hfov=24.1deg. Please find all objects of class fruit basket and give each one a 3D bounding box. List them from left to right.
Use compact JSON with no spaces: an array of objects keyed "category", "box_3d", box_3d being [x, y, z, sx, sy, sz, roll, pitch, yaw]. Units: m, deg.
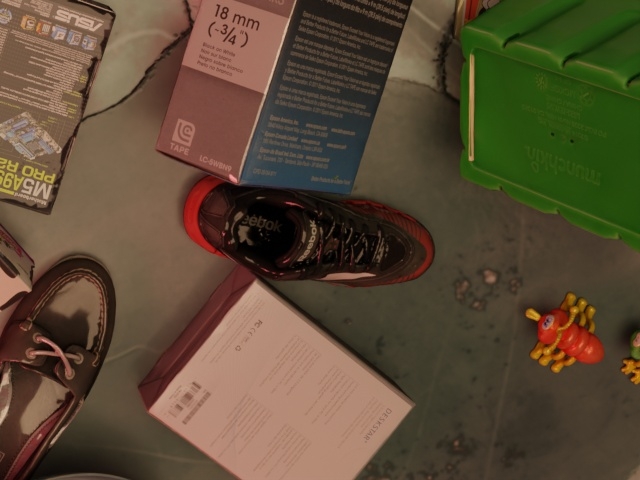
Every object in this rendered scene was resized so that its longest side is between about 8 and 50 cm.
[{"category":"fruit basket","box_3d":[0.366,-0.160,1.494,0.392,0.392,0.283,-8,115,-13]}]

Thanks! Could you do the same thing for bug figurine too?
[{"category":"bug figurine","box_3d":[0.367,0.048,1.692,0.216,0.072,0.279,28,94,-19]}]

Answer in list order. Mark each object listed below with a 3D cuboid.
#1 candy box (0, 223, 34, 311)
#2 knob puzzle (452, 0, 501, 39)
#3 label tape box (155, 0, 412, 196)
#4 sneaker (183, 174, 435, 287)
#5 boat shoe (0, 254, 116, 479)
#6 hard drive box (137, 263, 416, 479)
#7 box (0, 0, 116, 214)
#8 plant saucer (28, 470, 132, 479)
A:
[{"category":"candy box","box_3d":[-0.418,0.043,1.454,0.233,0.071,0.159,-33,115,9]},{"category":"knob puzzle","box_3d":[0.237,-0.304,1.603,0.213,0.030,0.213,-3,103,-14]},{"category":"label tape box","box_3d":[-0.010,-0.219,1.448,0.106,0.240,0.334,22,98,24]},{"category":"sneaker","box_3d":[0.000,0.000,1.553,0.276,0.135,0.098,12,97,-18]},{"category":"boat shoe","box_3d":[-0.303,0.175,1.532,0.112,0.095,0.335,29,94,-19]},{"category":"hard drive box","box_3d":[-0.047,0.166,1.601,0.232,0.089,0.181,40,90,-18]},{"category":"box","box_3d":[-0.360,-0.166,1.458,0.270,0.060,0.216,17,100,-17]},{"category":"plant saucer","box_3d":[-0.295,0.365,1.551,0.317,0.044,0.317,-19,126,-28]}]
